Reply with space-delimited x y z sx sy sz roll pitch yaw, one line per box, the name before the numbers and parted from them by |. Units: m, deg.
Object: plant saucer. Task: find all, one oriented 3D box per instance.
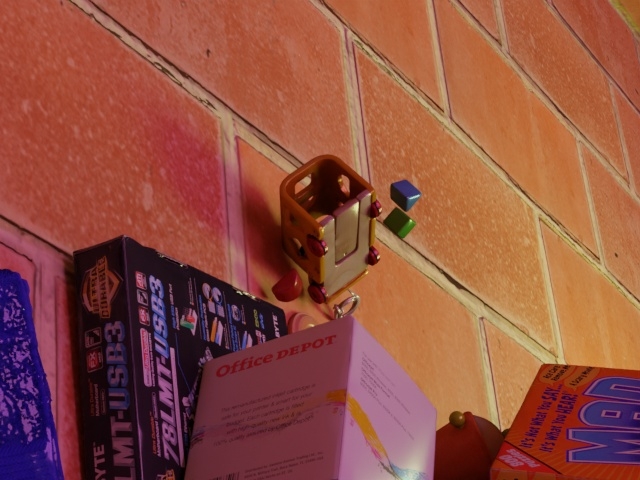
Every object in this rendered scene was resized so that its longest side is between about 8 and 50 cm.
plant saucer | -0.011 0.124 1.775 0.083 0.013 0.083 45 34 -42

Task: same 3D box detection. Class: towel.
towel | -0.273 0.165 1.150 0.228 0.076 0.308 1 70 -64

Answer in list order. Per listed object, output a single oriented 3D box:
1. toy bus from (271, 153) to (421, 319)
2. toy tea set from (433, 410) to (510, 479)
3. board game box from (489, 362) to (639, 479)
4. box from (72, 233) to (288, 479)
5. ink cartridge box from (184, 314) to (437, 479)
toy bus | 0.004 -0.010 1.793 0.104 0.202 0.191 43 19 26
toy tea set | 0.218 0.330 1.867 0.200 0.124 0.336 66 4 22
board game box | 0.397 0.375 1.715 0.356 0.356 0.356 -39 131 -68
box | -0.118 0.174 1.456 0.293 0.073 0.295 27 49 -54
ink cartridge box | -0.008 0.221 1.363 0.168 0.171 0.232 50 34 -37
